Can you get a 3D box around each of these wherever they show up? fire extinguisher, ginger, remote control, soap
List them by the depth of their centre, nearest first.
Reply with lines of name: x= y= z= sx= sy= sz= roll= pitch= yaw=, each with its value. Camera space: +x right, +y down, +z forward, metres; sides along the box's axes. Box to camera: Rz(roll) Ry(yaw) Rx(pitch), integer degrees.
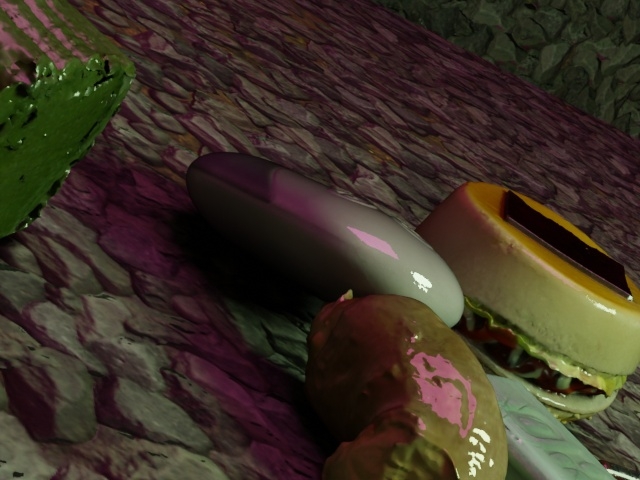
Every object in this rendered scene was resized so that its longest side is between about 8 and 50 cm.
ginger: x=0.069 y=0.142 z=1.128 sx=0.152 sy=0.138 sz=0.267 roll=17 pitch=29 yaw=-27
soap: x=0.202 y=0.227 z=1.192 sx=0.150 sy=0.094 sz=0.261 roll=10 pitch=29 yaw=-50
remote control: x=0.000 y=0.000 z=1.323 sx=0.332 sy=0.103 sz=0.221 roll=25 pitch=-7 yaw=44
fire extinguisher: x=0.330 y=0.260 z=1.414 sx=0.100 sy=0.032 sz=0.046 roll=21 pitch=11 yaw=-16

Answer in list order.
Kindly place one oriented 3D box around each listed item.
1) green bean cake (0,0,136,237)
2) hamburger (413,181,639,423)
green bean cake: x=-0.260 y=-0.090 z=1.050 sx=0.113 sy=0.214 sz=0.200 roll=43 pitch=20 yaw=10
hamburger: x=0.212 y=0.069 z=1.468 sx=0.300 sy=0.176 sz=0.300 roll=28 pitch=19 yaw=-11
